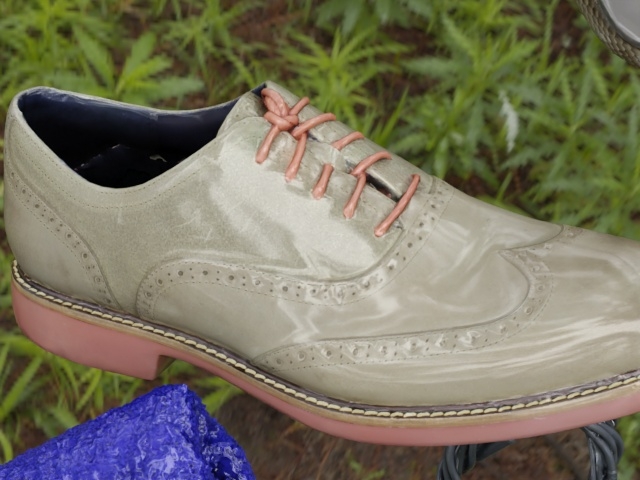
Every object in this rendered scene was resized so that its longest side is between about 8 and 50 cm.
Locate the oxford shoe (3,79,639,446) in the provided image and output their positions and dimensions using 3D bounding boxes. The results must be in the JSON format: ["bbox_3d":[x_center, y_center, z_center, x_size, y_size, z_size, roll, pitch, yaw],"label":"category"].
[{"bbox_3d":[0.000,0.000,0.647,0.348,0.130,0.123,5,32,21],"label":"oxford shoe"}]

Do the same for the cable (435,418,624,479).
[{"bbox_3d":[0.172,0.190,1.203,0.150,0.184,0.047,7,31,6],"label":"cable"}]

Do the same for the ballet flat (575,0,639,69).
[{"bbox_3d":[0.164,-0.210,0.910,0.084,0.058,0.250,-21,69,-5],"label":"ballet flat"}]

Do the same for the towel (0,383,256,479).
[{"bbox_3d":[-0.140,0.223,0.623,0.308,0.076,0.228,-29,80,14],"label":"towel"}]
